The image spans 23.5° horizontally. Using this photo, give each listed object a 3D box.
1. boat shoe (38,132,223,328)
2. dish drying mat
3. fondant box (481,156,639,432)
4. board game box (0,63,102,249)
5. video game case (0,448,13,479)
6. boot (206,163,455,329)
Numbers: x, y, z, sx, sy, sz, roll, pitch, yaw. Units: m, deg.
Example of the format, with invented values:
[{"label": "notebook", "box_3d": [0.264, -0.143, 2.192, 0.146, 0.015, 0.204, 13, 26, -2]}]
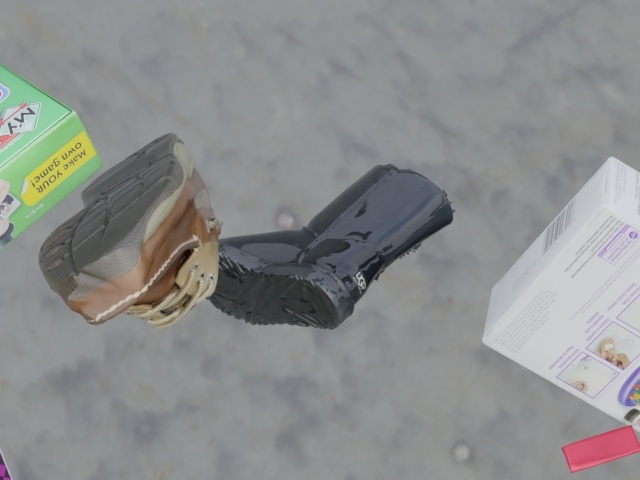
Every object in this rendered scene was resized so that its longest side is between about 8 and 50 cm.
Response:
[{"label": "boat shoe", "box_3d": [-0.128, 0.004, 1.212, 0.123, 0.324, 0.120, -30, 103, 10]}, {"label": "dish drying mat", "box_3d": [0.309, 0.229, 1.689, 0.083, 0.008, 0.032, -16, 65, -8]}, {"label": "fondant box", "box_3d": [0.379, 0.090, 1.676, 0.330, 0.238, 0.096, 30, 38, -9]}, {"label": "board game box", "box_3d": [-0.301, 0.002, 0.825, 0.317, 0.046, 0.213, -41, 49, -18]}, {"label": "video game case", "box_3d": [-0.427, 0.166, 1.601, 0.210, 0.232, 0.042, 16, 42, 35]}, {"label": "boot", "box_3d": [0.000, 0.000, 1.646, 0.246, 0.094, 0.207, 7, 39, 45]}]
